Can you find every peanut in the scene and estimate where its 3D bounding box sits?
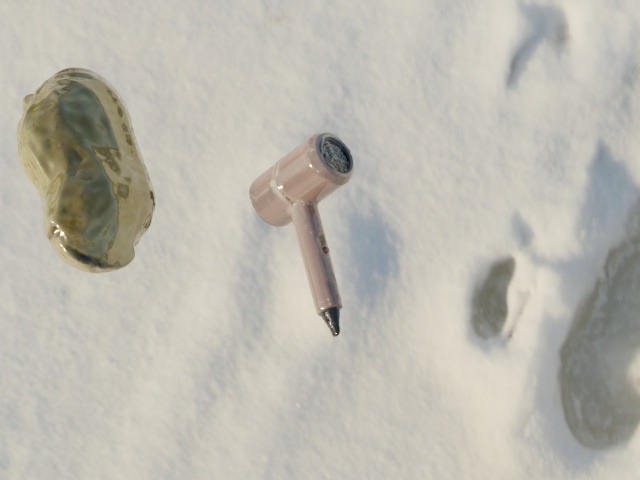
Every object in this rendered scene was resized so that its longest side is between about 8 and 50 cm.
[{"bbox_3d":[-0.309,-0.095,1.691,0.158,0.174,0.340,-28,62,0],"label":"peanut"}]

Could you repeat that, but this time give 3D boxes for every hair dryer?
[{"bbox_3d":[0.000,0.000,2.184,0.189,0.106,0.344,-33,64,40],"label":"hair dryer"}]
